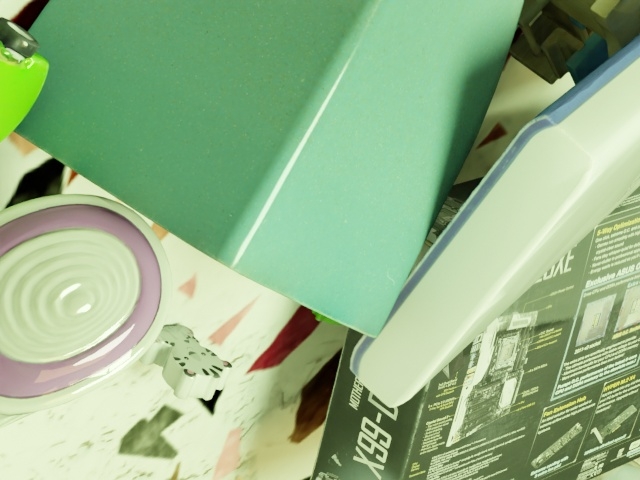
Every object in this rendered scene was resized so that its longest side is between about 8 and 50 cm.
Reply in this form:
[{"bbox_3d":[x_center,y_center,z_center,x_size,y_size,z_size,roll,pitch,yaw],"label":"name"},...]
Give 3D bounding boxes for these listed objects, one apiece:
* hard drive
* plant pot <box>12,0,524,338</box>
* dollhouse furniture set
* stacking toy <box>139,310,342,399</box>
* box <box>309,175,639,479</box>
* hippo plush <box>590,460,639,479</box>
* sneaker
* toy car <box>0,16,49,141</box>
[{"bbox_3d":[0.157,-0.053,1.083,0.319,0.040,0.210,-38,167,-45],"label":"hard drive"},{"bbox_3d":[-0.006,-0.105,0.954,0.234,0.165,0.166,-58,151,1],"label":"plant pot"},{"bbox_3d":[0.178,-0.164,1.167,0.129,0.129,0.183,-47,150,-5],"label":"dollhouse furniture set"},{"bbox_3d":[0.000,0.000,1.196,0.221,0.052,0.167,-12,134,-49],"label":"stacking toy"},{"bbox_3d":[0.145,0.063,1.309,0.307,0.076,0.242,-17,132,-39],"label":"box"},{"bbox_3d":[0.150,0.312,1.683,0.237,0.234,0.294,11,103,-25],"label":"hippo plush"},{"bbox_3d":[-0.217,0.073,0.907,0.305,0.114,0.152,-19,178,-18],"label":"sneaker"},{"bbox_3d":[-0.199,-0.086,0.810,0.239,0.053,0.225,-54,152,10],"label":"toy car"}]
